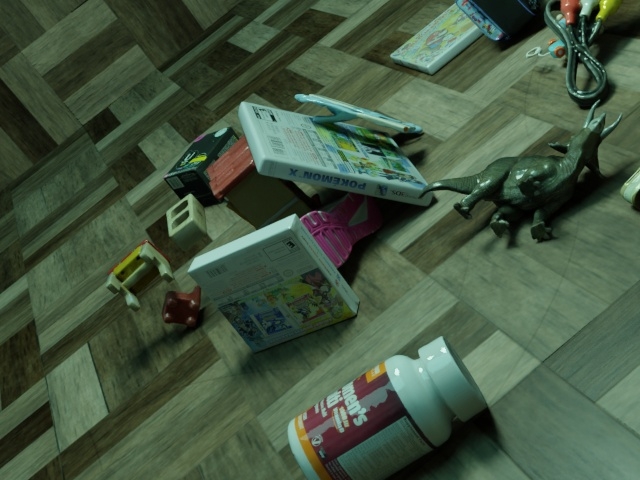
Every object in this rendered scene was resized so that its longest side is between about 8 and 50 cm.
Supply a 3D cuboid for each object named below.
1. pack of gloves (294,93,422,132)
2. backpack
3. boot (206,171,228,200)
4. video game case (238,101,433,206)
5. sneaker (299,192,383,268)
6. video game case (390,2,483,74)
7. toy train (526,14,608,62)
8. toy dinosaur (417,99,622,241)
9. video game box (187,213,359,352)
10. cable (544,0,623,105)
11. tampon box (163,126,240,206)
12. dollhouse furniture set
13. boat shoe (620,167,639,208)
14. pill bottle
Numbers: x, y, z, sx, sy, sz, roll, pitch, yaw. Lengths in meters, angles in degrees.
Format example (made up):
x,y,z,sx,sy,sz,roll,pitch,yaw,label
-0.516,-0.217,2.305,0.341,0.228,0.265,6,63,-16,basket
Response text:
x,y,z,sx,sy,sz,roll,pitch,yaw,label
0.070,-0.225,1.896,0.195,0.232,0.046,-12,-60,-71,pack of gloves
0.362,-0.492,2.021,0.117,0.158,0.173,-44,6,29,backpack
-0.153,-0.163,2.192,0.190,0.086,0.069,-30,26,15,boot
0.016,-0.158,1.785,0.329,0.300,0.036,-114,37,-65,video game case
0.000,0.000,1.687,0.111,0.103,0.252,-29,1,41,sneaker
0.281,-0.452,2.198,0.227,0.026,0.206,-39,25,-4,video game case
0.452,-0.366,1.814,0.166,0.046,0.125,-45,25,-24,toy train
0.295,-0.079,1.483,0.313,0.121,0.160,-18,19,43,toy dinosaur
-0.072,0.072,1.575,0.205,0.187,0.048,-22,25,28,video game box
0.433,-0.348,1.693,0.139,0.072,0.287,5,52,21,cable
-0.255,-0.166,2.308,0.120,0.101,0.161,-11,36,42,tampon box
-0.191,0.000,1.852,0.374,0.201,0.152,-40,25,9,dollhouse furniture set
0.456,-0.100,1.347,0.135,0.050,0.045,-40,31,-7,boat shoe
0.080,0.215,1.213,0.221,0.121,0.121,-34,25,8,pill bottle
